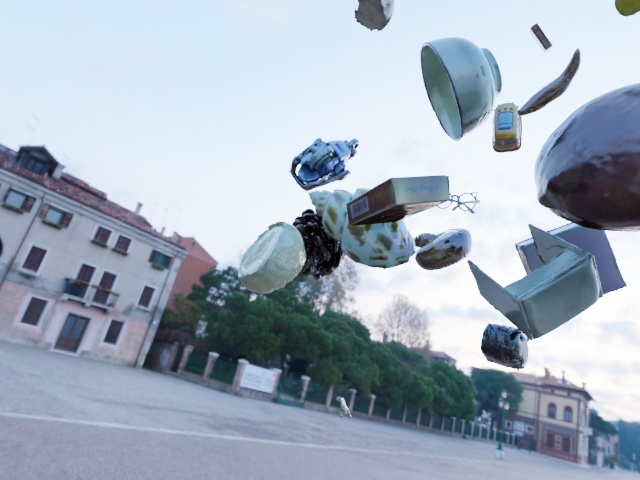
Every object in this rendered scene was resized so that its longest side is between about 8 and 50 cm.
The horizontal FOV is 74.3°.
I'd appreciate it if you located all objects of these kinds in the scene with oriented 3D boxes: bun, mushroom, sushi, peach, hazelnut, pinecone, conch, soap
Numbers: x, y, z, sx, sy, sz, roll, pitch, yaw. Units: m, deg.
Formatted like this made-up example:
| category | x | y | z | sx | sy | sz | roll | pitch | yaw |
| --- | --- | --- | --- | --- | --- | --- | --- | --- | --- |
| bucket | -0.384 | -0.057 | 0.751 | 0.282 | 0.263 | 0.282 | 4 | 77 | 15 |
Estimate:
| category | x | y | z | sx | sy | sz | roll | pitch | yaw |
| --- | --- | --- | --- | --- | --- | --- | --- | --- | --- |
| bun | -0.146 | 0.063 | 1.406 | 0.152 | 0.259 | 0.259 | 40 | -28 | -21 |
| mushroom | 0.551 | 0.038 | 1.919 | 0.297 | 0.163 | 0.278 | -26 | 16 | -39 |
| sushi | 0.623 | 0.358 | 1.411 | 0.127 | 0.124 | 0.225 | 9 | -21 | 38 |
| peach | 0.768 | -0.593 | 1.025 | 0.050 | 0.077 | 0.083 | -23 | -11 | -3 |
| hazelnut | 0.747 | -0.190 | 1.044 | 0.421 | 0.421 | 0.353 | 2 | -52 | 31 |
| pinecone | -0.006 | -0.002 | 1.600 | 0.242 | 0.296 | 0.298 | 34 | -58 | 4 |
| conch | 0.125 | -0.057 | 1.346 | 0.368 | 0.249 | 0.197 | 10 | -42 | 31 |
| soap | 0.922 | 0.089 | 1.571 | 0.296 | 0.285 | 0.107 | -21 | 5 | 10 |

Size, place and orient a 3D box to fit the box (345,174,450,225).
| category | x | y | z | sx | sy | sz | roll | pitch | yaw |
| --- | --- | --- | --- | --- | --- | --- | --- | --- | --- |
| box | 0.185 | -0.095 | 1.048 | 0.159 | 0.071 | 0.240 | -3 | -8 | -23 |

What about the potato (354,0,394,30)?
| category | x | y | z | sx | sy | sz | roll | pitch | yaw |
| --- | --- | --- | --- | --- | --- | --- | --- | --- | --- |
| potato | 0.156 | -0.622 | 1.081 | 0.100 | 0.089 | 0.172 | 39 | -8 | 5 |

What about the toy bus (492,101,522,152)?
| category | x | y | z | sx | sy | sz | roll | pitch | yaw |
| --- | --- | --- | --- | --- | --- | --- | --- | --- | --- |
| toy bus | 0.841 | -0.517 | 1.911 | 0.126 | 0.209 | 0.136 | 0 | -15 | 28 |

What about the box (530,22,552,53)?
| category | x | y | z | sx | sy | sz | roll | pitch | yaw |
| --- | --- | --- | --- | --- | --- | --- | --- | --- | --- |
| box | 0.648 | -0.593 | 1.241 | 0.023 | 0.082 | 0.051 | -34 | -5 | 26 |

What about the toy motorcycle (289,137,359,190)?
| category | x | y | z | sx | sy | sz | roll | pitch | yaw |
| --- | --- | --- | --- | --- | --- | --- | --- | --- | --- |
| toy motorcycle | 0.007 | -0.306 | 1.650 | 0.241 | 0.182 | 0.319 | -12 | 10 | 37 |

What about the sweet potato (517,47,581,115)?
| category | x | y | z | sx | sy | sz | roll | pitch | yaw |
| --- | --- | --- | --- | --- | --- | --- | --- | --- | --- |
| sweet potato | 0.775 | -0.508 | 1.411 | 0.078 | 0.058 | 0.255 | 36 | -64 | -14 |

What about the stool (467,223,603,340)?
| category | x | y | z | sx | sy | sz | roll | pitch | yaw |
| --- | --- | --- | --- | --- | --- | --- | --- | --- | --- |
| stool | 0.639 | 0.115 | 1.278 | 0.170 | 0.243 | 0.270 | 59 | -1 | -28 |

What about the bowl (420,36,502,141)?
| category | x | y | z | sx | sy | sz | roll | pitch | yaw |
| --- | --- | --- | --- | --- | --- | --- | --- | --- | --- |
| bowl | 0.495 | -0.539 | 1.453 | 0.185 | 0.354 | 0.354 | -22 | -27 | 7 |

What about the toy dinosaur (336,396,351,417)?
| category | x | y | z | sx | sy | sz | roll | pitch | yaw |
| --- | --- | --- | --- | --- | --- | --- | --- | --- | --- |
| toy dinosaur | 0.080 | 0.542 | 1.366 | 0.029 | 0.060 | 0.120 | -18 | -36 | 16 |

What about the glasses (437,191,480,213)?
| category | x | y | z | sx | sy | sz | roll | pitch | yaw |
| --- | --- | --- | --- | --- | --- | --- | --- | --- | --- |
| glasses | 0.389 | -0.109 | 1.174 | 0.140 | 0.062 | 0.104 | 7 | 9 | 0 |
